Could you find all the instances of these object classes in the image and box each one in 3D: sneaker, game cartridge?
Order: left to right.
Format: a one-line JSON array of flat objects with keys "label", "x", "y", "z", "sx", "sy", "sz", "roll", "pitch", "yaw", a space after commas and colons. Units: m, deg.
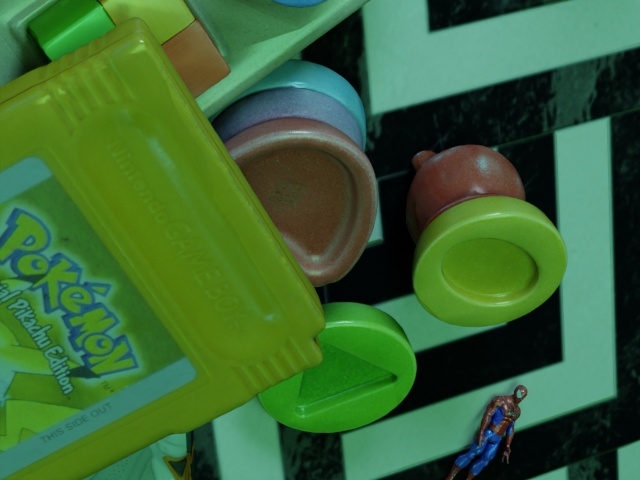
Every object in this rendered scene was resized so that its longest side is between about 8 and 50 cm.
[{"label": "game cartridge", "x": -0.189, "y": 0.040, "z": 1.103, "sx": 0.324, "sy": 0.052, "sz": 0.285, "roll": -26, "pitch": 123, "yaw": 9}, {"label": "sneaker", "x": -0.158, "y": 0.178, "z": 1.286, "sx": 0.121, "sy": 0.099, "sz": 0.262, "roll": 5, "pitch": 119, "yaw": 0}]

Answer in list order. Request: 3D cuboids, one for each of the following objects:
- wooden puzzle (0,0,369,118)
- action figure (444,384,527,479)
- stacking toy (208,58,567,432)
[{"label": "wooden puzzle", "x": -0.109, "y": -0.221, "z": 1.053, "sx": 0.348, "sy": 0.080, "sz": 0.322, "roll": -39, "pitch": 122, "yaw": -8}, {"label": "action figure", "x": 0.150, "y": 0.178, "z": 1.464, "sx": 0.038, "sy": 0.030, "sz": 0.115, "roll": 28, "pitch": 94, "yaw": -27}, {"label": "stacking toy", "x": 0.000, "y": 0.000, "z": 1.300, "sx": 0.309, "sy": 0.130, "sz": 0.279, "roll": 24, "pitch": 124, "yaw": -29}]
